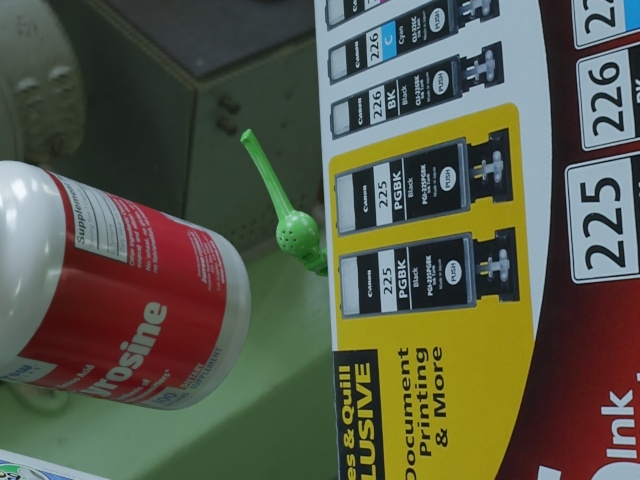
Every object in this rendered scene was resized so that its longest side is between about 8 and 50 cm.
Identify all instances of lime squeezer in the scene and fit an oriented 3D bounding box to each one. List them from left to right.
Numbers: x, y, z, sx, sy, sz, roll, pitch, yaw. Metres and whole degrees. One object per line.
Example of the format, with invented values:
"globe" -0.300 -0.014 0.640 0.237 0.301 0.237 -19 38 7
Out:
"lime squeezer" 0.000 0.000 1.423 0.310 0.059 0.110 41 23 -22

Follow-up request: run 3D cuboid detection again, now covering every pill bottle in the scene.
"pill bottle" -0.290 0.048 1.246 0.407 0.229 0.229 21 28 -46

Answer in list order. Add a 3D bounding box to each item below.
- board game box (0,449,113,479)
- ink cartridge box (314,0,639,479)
"board game box" -0.107 0.212 0.527 0.308 0.086 0.302 19 9 -12
"ink cartridge box" 0.087 -0.015 0.489 0.130 0.272 0.309 1 82 -35
